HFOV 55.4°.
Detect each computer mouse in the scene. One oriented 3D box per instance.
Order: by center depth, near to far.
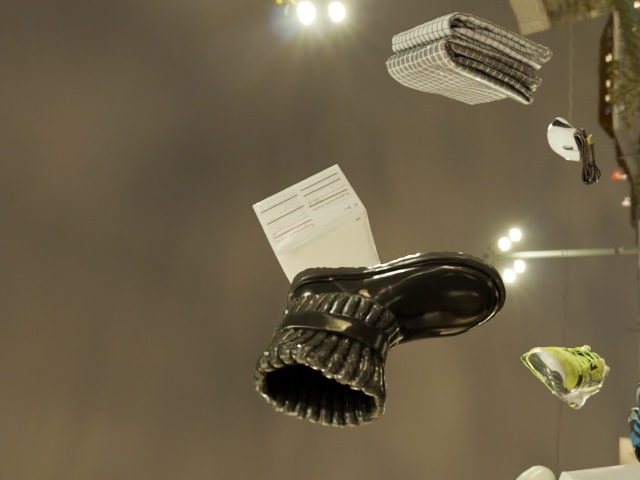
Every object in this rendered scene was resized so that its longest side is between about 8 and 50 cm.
[{"bbox_3d":[0.485,-0.186,1.193,0.193,0.042,0.106,-93,-20,-65],"label":"computer mouse"}]

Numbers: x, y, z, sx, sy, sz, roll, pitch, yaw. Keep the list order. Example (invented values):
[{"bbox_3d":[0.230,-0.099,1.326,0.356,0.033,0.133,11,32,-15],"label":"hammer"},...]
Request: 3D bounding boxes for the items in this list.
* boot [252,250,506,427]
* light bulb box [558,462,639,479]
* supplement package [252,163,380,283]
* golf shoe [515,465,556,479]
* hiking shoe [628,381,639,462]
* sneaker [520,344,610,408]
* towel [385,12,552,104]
[{"bbox_3d":[0.095,0.132,0.843,0.260,0.348,0.131,-75,-24,-68],"label":"boot"},{"bbox_3d":[0.600,0.637,1.149,0.358,0.225,0.360,5,-72,-25],"label":"light bulb box"},{"bbox_3d":[0.000,0.000,1.343,0.145,0.204,0.261,61,176,33],"label":"supplement package"},{"bbox_3d":[0.285,0.378,0.876,0.176,0.069,0.086,-34,-52,-32],"label":"golf shoe"},{"bbox_3d":[0.784,0.423,1.402,0.304,0.113,0.132,65,-147,-49],"label":"hiking shoe"},{"bbox_3d":[0.625,0.316,1.539,0.147,0.145,0.385,-46,-35,10],"label":"sneaker"},{"bbox_3d":[0.319,-0.381,1.342,0.284,0.235,0.121,14,-92,-24],"label":"towel"}]
